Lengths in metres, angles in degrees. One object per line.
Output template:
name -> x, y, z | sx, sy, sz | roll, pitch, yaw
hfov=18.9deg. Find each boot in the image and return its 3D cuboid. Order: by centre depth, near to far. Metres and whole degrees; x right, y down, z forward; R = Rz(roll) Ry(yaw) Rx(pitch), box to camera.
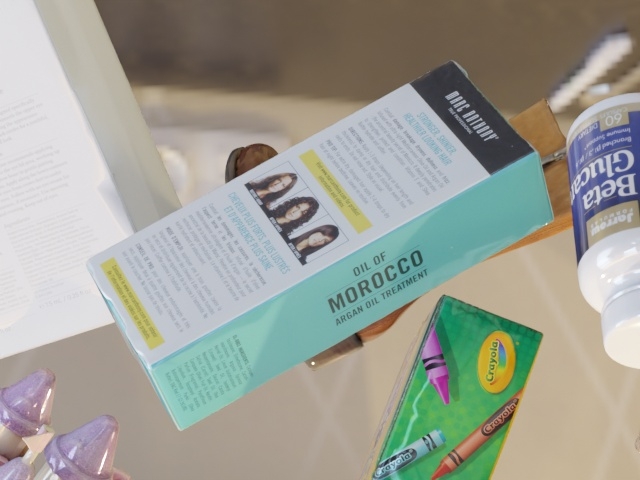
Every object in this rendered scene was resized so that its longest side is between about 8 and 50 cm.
boot -> 0.069, -0.050, 1.629 | 0.280, 0.264, 0.096 | -31, 127, 5

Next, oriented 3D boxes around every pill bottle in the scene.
pill bottle -> 0.212, -0.005, 1.252 | 0.094, 0.169, 0.094 | 0, 145, 0

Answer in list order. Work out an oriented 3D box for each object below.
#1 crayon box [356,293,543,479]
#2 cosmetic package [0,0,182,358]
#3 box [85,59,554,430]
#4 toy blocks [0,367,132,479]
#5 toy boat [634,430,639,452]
crayon box -> 0.086, 0.150, 1.460 | 0.081, 0.165, 0.278 | 22, 169, 2
cosmetic package -> -0.315, -0.040, 1.531 | 0.377, 0.284, 0.097 | -18, -167, 24
box -> 0.000, 0.000, 1.079 | 0.244, 0.100, 0.060 | -29, 136, -8
toy blocks -> -0.201, 0.233, 1.420 | 0.260, 0.309, 0.288 | -53, 165, 15
toy boat -> 0.390, 0.227, 1.553 | 0.267, 0.148, 0.318 | 13, -165, -7
